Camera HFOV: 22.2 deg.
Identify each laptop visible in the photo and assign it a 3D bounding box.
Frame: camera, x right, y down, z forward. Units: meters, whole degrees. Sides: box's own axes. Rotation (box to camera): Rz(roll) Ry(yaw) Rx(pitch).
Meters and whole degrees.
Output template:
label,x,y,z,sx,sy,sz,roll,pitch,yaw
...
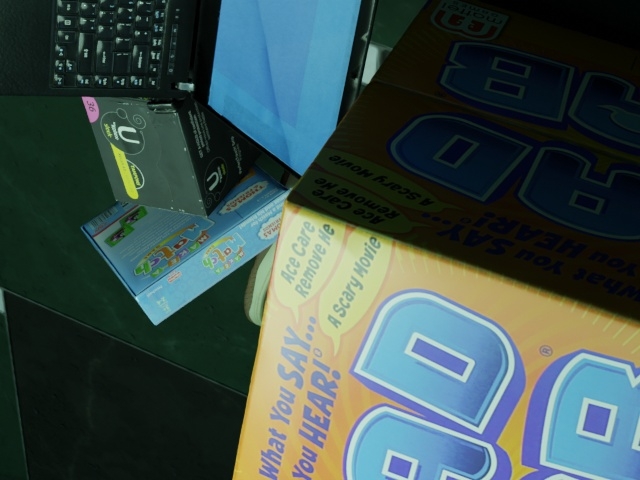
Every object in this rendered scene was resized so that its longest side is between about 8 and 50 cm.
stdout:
label,x,y,z,sx,sy,sz,roll,pitch,yaw
laptop,-0.111,-0.154,1.129,0.264,0.136,0.234,0,133,-13

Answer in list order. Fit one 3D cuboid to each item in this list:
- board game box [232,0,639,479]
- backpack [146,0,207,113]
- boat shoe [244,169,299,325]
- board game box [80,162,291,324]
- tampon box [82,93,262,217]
label,x,y,z,sx,sy,sz,roll,pitch,yaw
board game box,0.168,0.087,1.192,0.357,0.356,0.356,19,125,10
backpack,-0.090,-0.251,1.261,0.225,0.191,0.253,2,136,29
boat shoe,-0.003,0.005,1.526,0.095,0.095,0.257,24,139,6
board game box,-0.118,-0.016,1.462,0.039,0.160,0.211,58,172,-25
tampon box,-0.113,-0.120,1.429,0.101,0.161,0.120,11,133,28
